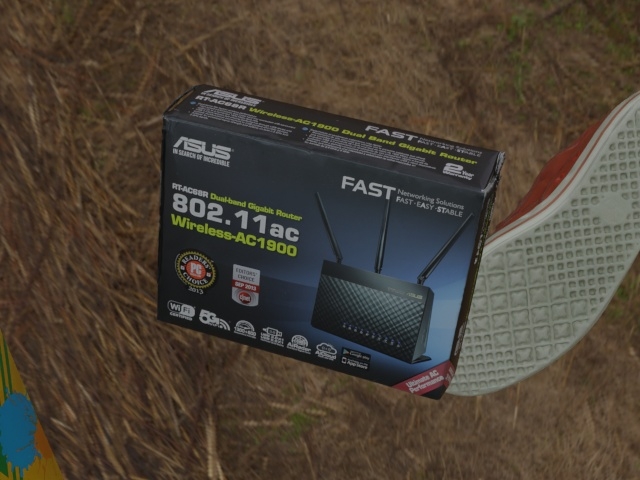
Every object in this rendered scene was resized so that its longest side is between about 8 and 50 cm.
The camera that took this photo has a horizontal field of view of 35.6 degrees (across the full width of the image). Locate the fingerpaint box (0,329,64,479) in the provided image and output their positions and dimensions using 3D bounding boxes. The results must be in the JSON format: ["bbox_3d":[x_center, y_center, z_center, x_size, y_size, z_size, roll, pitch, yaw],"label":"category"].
[{"bbox_3d":[-0.484,0.123,0.778,0.445,0.371,0.163,-9,23,12],"label":"fingerpaint box"}]

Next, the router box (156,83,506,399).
[{"bbox_3d":[0.000,0.000,0.378,0.122,0.092,0.038,14,31,12],"label":"router box"}]

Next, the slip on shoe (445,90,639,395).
[{"bbox_3d":[0.209,0.004,0.886,0.123,0.101,0.331,40,89,-7],"label":"slip on shoe"}]
